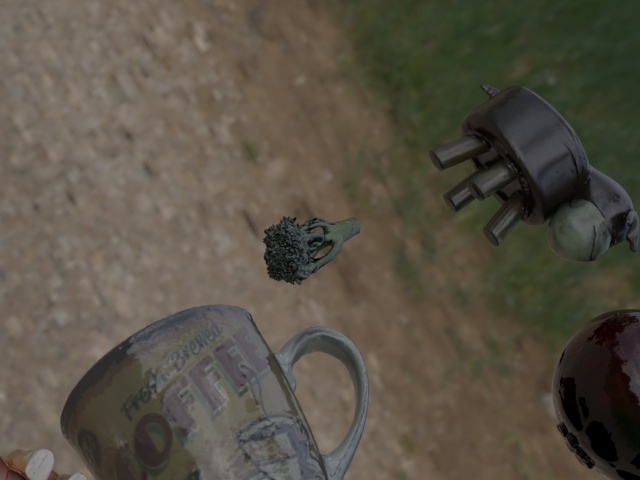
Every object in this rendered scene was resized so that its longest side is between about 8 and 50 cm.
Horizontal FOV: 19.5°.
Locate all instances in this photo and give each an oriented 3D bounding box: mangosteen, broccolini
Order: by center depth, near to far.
[{"bbox_3d":[0.306,0.133,1.675,0.200,0.200,0.200,50,22,-30],"label":"mangosteen"},{"bbox_3d":[-0.013,0.008,2.434,0.203,0.068,0.091,-12,75,-62],"label":"broccolini"}]

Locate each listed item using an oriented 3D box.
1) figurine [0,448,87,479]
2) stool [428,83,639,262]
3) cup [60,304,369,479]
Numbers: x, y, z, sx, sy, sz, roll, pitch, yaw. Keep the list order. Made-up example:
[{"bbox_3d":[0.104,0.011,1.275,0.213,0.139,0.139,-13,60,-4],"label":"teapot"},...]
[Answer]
[{"bbox_3d":[-0.300,0.283,1.705,0.111,0.102,0.195,42,71,-24],"label":"figurine"},{"bbox_3d":[0.197,-0.050,1.715,0.217,0.121,0.125,49,-15,13],"label":"stool"},{"bbox_3d":[-0.067,0.212,1.851,0.257,0.301,0.227,54,-21,23],"label":"cup"}]
